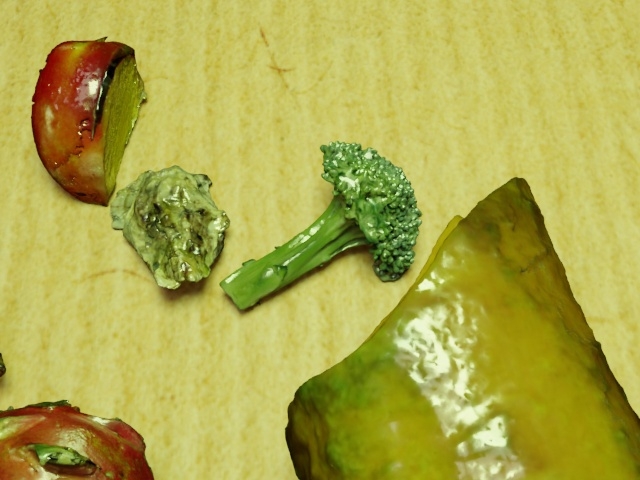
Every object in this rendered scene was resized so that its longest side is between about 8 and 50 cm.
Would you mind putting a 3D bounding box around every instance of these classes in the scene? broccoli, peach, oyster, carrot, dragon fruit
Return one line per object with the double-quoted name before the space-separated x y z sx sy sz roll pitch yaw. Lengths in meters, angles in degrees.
"broccoli" -0.001 -0.002 0.711 0.204 0.122 0.118 -36 50 2
"peach" -0.244 -0.127 0.786 0.092 0.127 0.172 12 90 2
"oyster" -0.139 -0.017 0.745 0.108 0.053 0.166 -25 57 -19
"carrot" 0.103 0.147 0.537 0.241 0.241 0.341 -18 64 -4
"dragon fruit" -0.225 0.198 0.531 0.200 0.269 0.198 38 102 24

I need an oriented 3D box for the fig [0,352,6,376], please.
"fig" -0.356 0.078 0.692 0.177 0.117 0.117 33 70 1
